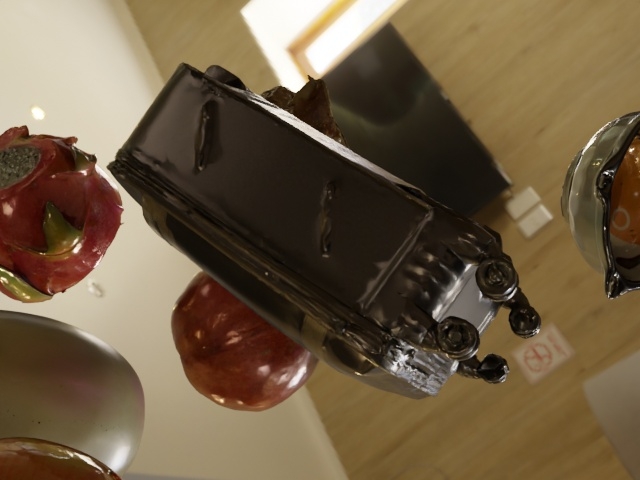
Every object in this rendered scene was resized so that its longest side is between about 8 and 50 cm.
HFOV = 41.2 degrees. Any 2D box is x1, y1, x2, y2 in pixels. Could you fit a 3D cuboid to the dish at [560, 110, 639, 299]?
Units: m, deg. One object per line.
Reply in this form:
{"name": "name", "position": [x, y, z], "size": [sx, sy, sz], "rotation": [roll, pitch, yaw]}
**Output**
{"name": "dish", "position": [0.453, -0.067, 1.290], "size": [0.120, 0.303, 0.303], "rotation": [16, 166, 47]}

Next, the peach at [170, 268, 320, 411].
{"name": "peach", "position": [-0.086, 0.128, 1.273], "size": [0.232, 0.256, 0.233], "rotation": [-23, -90, -81]}

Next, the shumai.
{"name": "shumai", "position": [-0.039, -0.151, 1.248], "size": [0.206, 0.166, 0.175], "rotation": [42, 169, 7]}

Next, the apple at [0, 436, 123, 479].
{"name": "apple", "position": [-0.240, 0.261, 0.678], "size": [0.209, 0.209, 0.164], "rotation": [51, 171, 5]}

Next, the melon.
{"name": "melon", "position": [-0.349, 0.187, 0.933], "size": [0.316, 0.223, 0.223], "rotation": [12, -145, -28]}

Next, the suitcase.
{"name": "suitcase", "position": [0.000, 0.000, 0.878], "size": [0.433, 0.194, 0.283], "rotation": [35, 178, 24]}

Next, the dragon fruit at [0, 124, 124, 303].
{"name": "dragon fruit", "position": [-0.474, -0.058, 1.397], "size": [0.189, 0.290, 0.291], "rotation": [56, -174, -50]}
